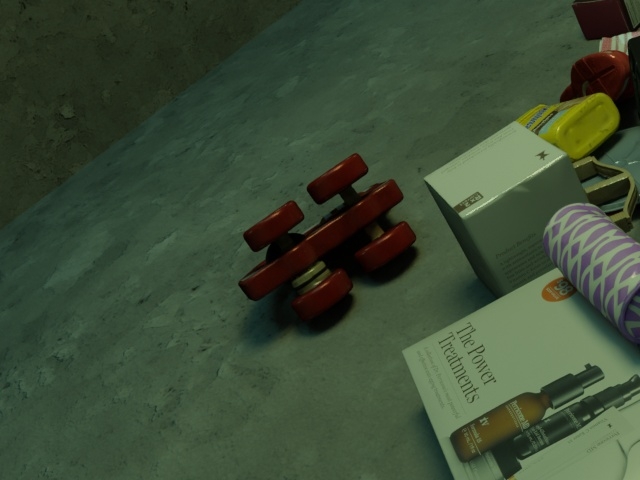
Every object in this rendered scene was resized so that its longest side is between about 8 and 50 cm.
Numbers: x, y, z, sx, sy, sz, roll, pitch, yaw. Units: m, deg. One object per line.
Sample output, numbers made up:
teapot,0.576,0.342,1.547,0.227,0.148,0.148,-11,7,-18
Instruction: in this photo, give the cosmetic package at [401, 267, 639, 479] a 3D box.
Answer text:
cosmetic package,0.264,0.177,0.951,0.284,0.097,0.377,-28,26,4

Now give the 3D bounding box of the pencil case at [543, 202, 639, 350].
pencil case,0.309,0.030,0.962,0.088,0.086,0.206,3,25,-15

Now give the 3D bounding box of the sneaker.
sneaker,0.454,-0.258,1.414,0.128,0.087,0.221,-31,-4,-8

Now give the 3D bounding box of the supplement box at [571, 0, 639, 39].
supplement box,0.570,-0.461,1.715,0.188,0.080,0.104,-45,29,-23

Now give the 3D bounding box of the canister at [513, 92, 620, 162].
canister,0.356,-0.161,1.397,0.126,0.073,0.170,-39,11,-16

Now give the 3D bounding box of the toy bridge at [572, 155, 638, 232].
toy bridge,0.387,-0.068,1.232,0.063,0.026,0.188,-23,27,14

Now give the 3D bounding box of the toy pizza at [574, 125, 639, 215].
toy pizza,0.427,-0.095,1.303,0.201,0.032,0.201,-26,26,14

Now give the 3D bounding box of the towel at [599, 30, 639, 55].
towel,0.561,-0.327,1.555,0.197,0.029,0.144,-14,33,33

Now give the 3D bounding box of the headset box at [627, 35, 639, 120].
headset box,0.537,-0.172,1.161,0.246,0.131,0.283,-11,32,17

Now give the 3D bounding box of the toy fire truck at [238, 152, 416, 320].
toy fire truck,0.000,0.000,1.501,0.302,0.169,0.254,-36,2,-8

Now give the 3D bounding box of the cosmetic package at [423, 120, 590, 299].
cosmetic package,0.257,-0.027,1.201,0.151,0.183,0.151,-32,26,0
